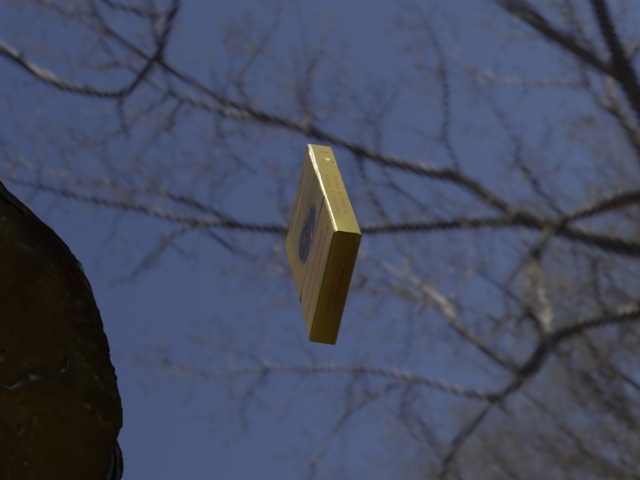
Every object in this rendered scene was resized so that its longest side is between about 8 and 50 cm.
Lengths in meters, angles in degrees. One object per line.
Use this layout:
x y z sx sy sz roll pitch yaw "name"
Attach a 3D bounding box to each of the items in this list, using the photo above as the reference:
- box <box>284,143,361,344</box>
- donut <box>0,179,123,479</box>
0.000 0.000 1.212 0.023 0.155 0.086 5 -65 -11 "box"
-0.228 0.078 0.744 0.272 0.272 0.107 -29 0 -42 "donut"
